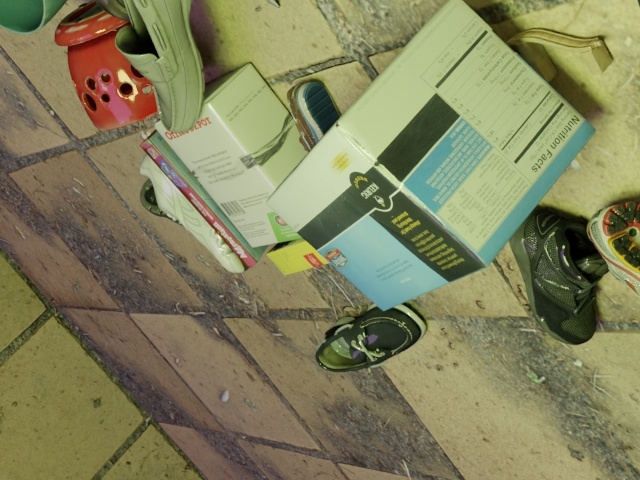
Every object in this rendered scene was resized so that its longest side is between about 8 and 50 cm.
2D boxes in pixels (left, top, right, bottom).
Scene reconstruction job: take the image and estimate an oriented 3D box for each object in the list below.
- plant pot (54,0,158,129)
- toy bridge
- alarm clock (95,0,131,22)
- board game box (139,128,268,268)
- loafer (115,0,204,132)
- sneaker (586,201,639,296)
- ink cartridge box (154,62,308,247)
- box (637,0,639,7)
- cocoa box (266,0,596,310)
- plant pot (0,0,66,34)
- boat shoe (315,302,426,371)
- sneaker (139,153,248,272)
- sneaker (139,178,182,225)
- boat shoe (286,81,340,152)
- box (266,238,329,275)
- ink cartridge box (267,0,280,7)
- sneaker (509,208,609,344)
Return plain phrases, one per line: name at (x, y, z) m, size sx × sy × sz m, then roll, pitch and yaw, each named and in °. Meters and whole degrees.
plant pot at (-0.309, -0.293, 1.597) m, size 0.191 × 0.191 × 0.174 m, roll 10°, pitch 132°, yaw 46°
toy bridge at (0.248, -0.211, 1.164) m, size 0.188 × 0.026 × 0.063 m, roll -3°, pitch 128°, yaw 55°
alarm clock at (-0.280, -0.391, 1.450) m, size 0.192 × 0.129 × 0.064 m, roll 40°, pitch 178°, yaw -30°
board game box at (-0.184, -0.095, 1.764) m, size 0.027 × 0.145 × 0.281 m, roll -31°, pitch 106°, yaw 33°
loafer at (-0.235, -0.280, 1.422) m, size 0.112 × 0.111 × 0.319 m, roll 46°, pitch 151°, yaw 39°
sneaker at (0.420, 0.037, 1.254) m, size 0.225 × 0.088 × 0.093 m, roll 48°, pitch 172°, yaw -10°
ink cartridge box at (-0.113, -0.132, 1.644) m, size 0.273 × 0.115 × 0.198 m, roll 52°, pitch 150°, yaw -18°
box at (0.343, -0.260, 0.980) m, size 0.083 × 0.018 × 0.067 m, roll 10°, pitch 138°, yaw 45°
cocoa box at (0.119, -0.086, 1.244) m, size 0.228 × 0.231 × 0.347 m, roll 42°, pitch 161°, yaw -4°
plant pot at (-0.444, -0.479, 1.491) m, size 0.290 × 0.195 × 0.290 m, roll 31°, pitch 150°, yaw 21°
boat shoe at (0.088, 0.189, 1.864) m, size 0.114 × 0.091 × 0.302 m, roll 44°, pitch 152°, yaw -4°
sneaker at (-0.221, -0.060, 1.828) m, size 0.118 × 0.110 × 0.292 m, roll -37°, pitch 83°, yaw 35°
sneaker at (-0.211, -0.058, 1.928) m, size 0.267 × 0.101 × 0.106 m, roll 22°, pitch 176°, yaw 22°
boat shoe at (0.005, -0.156, 1.523) m, size 0.066 × 0.066 × 0.183 m, roll 11°, pitch 129°, yaw 52°
box at (0.000, 0.000, 1.718) m, size 0.058 × 0.087 × 0.232 m, roll 50°, pitch 150°, yaw -14°
ink cartridge box at (-0.198, -0.446, 1.310) m, size 0.304 × 0.072 × 0.307 m, roll 33°, pitch -176°, yaw 15°
sneaker at (0.345, 0.061, 1.358) m, size 0.130 × 0.087 × 0.227 m, roll 15°, pitch 137°, yaw 51°
